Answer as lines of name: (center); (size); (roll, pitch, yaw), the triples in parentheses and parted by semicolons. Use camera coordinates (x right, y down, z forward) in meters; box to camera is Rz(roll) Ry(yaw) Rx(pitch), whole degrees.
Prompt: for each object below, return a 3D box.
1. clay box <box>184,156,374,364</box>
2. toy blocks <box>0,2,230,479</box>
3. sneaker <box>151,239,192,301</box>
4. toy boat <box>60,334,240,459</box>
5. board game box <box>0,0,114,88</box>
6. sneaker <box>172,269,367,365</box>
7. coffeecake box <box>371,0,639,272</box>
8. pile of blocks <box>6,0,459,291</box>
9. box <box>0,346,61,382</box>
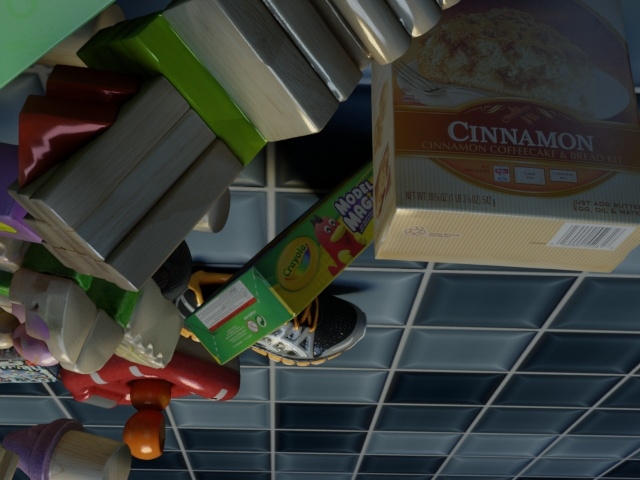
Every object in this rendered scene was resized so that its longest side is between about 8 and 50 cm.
clay box: (0.000, 0.000, 0.749); (0.053, 0.222, 0.127); (49, 141, -3)
toy blocks: (-0.256, 0.012, 0.618); (0.260, 0.309, 0.288); (11, 157, 17)
sneaker: (-0.253, 0.022, 0.878); (0.281, 0.106, 0.162); (9, 160, 3)
toy boat: (-0.208, 0.193, 1.136); (0.231, 0.151, 0.151); (-14, 154, 28)
board game box: (-0.094, -0.189, 0.312); (0.317, 0.046, 0.213); (-37, 147, 3)
sneaker: (-0.054, 0.078, 0.990); (0.215, 0.084, 0.083); (5, 148, -8)
coffeecake box: (0.105, -0.081, 0.542); (0.142, 0.185, 0.068); (3, 154, -6)
pile of blocks: (-0.026, -0.130, 0.459); (0.362, 0.149, 0.112); (-39, 117, 2)
box: (-0.426, 0.164, 1.227); (0.137, 0.027, 0.094); (-2, 153, 6)
